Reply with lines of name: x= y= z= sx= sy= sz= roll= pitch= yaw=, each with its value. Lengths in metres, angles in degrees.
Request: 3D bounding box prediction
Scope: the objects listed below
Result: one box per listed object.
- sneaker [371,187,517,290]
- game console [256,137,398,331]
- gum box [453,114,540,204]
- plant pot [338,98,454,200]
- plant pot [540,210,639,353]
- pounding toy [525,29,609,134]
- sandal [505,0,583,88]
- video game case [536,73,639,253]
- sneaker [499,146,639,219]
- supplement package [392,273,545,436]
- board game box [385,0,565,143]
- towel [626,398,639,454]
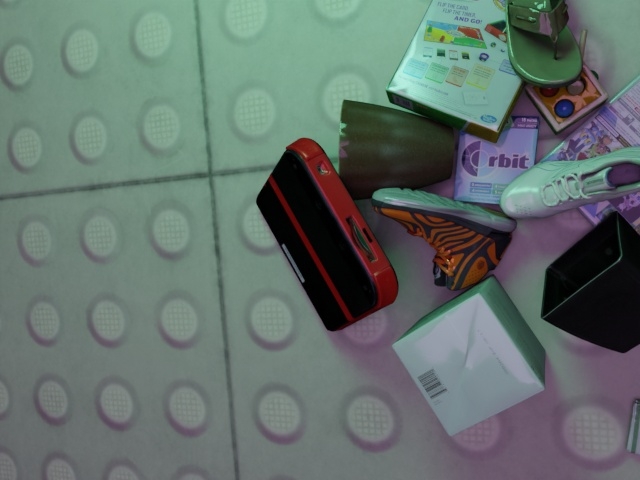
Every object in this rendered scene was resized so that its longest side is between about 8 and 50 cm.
sneaker: x=0.238 y=0.006 z=1.168 sx=0.321 sy=0.124 sz=0.180 roll=13 pitch=106 yaw=-14
game console: x=0.000 y=0.000 z=1.256 sx=0.387 sy=0.060 sz=0.342 roll=61 pitch=155 yaw=8
gum box: x=0.368 y=-0.168 z=1.204 sx=0.156 sy=0.041 sz=0.185 roll=7 pitch=96 yaw=21
plant pot: x=0.160 y=-0.187 z=1.213 sx=0.230 sy=0.215 sz=0.215 roll=2 pitch=95 yaw=6
plant pot: x=0.546 y=0.093 z=1.071 sx=0.167 sy=0.188 sz=0.187 roll=38 pitch=127 yaw=-1
pounding toy: x=0.484 y=-0.303 z=1.115 sx=0.141 sy=0.100 sz=0.130 roll=-35 pitch=82 yaw=19
sandal: x=0.395 y=-0.417 z=1.053 sx=0.120 sy=0.086 sz=0.303 roll=-12 pitch=76 yaw=13
video game case: x=0.646 y=-0.129 z=1.103 sx=0.300 sy=0.036 sz=0.329 roll=-44 pitch=80 yaw=19
sneaker: x=0.483 y=-0.110 z=1.079 sx=0.297 sy=0.129 sz=0.111 roll=-18 pitch=90 yaw=23
supplement package: x=0.304 y=0.215 z=1.140 sx=0.198 sy=0.262 sz=0.199 roll=-35 pitch=81 yaw=21
board game box: x=0.310 y=-0.384 z=1.150 sx=0.242 sy=0.064 sz=0.317 roll=27 pitch=86 yaw=17
towel: x=0.695 y=0.381 z=1.135 sx=0.152 sy=0.023 sz=0.113 roll=7 pitch=99 yaw=18
